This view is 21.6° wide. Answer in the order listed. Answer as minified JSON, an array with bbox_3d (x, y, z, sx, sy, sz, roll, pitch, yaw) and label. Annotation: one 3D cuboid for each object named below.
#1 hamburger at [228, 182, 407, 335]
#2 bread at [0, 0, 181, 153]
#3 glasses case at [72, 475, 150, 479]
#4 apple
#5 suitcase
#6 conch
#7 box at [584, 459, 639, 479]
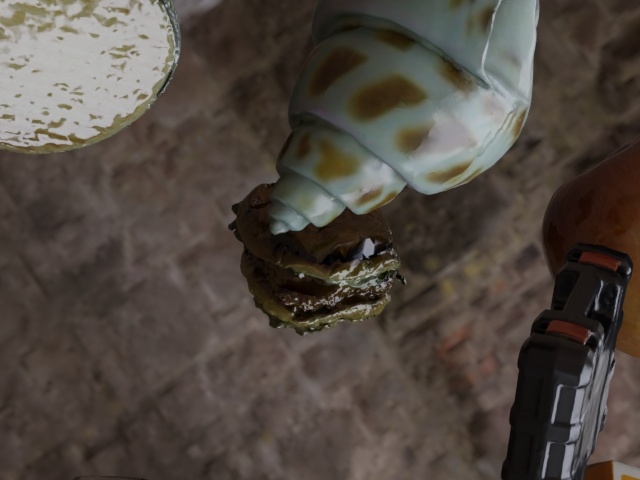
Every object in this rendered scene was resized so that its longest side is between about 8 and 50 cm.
[{"bbox_3d":[0.000,0.000,1.910,0.183,0.206,0.130,-4,133,-17],"label":"hamburger"},{"bbox_3d":[-0.270,-0.194,1.694,0.267,0.267,0.040,-34,-135,17],"label":"bread"},{"bbox_3d":[-0.233,0.403,1.785,0.114,0.299,0.060,9,-179,-31],"label":"glasses case"},{"bbox_3d":[0.358,0.008,1.775,0.253,0.253,0.253,-34,-179,1],"label":"apple"},{"bbox_3d":[0.227,0.139,1.557,0.066,0.206,0.285,12,-157,14],"label":"suitcase"},{"bbox_3d":[0.086,-0.162,1.398,0.249,0.197,0.368,89,17,-76],"label":"conch"},{"bbox_3d":[0.371,0.395,1.850,0.220,0.274,0.091,18,151,-31],"label":"box"}]
